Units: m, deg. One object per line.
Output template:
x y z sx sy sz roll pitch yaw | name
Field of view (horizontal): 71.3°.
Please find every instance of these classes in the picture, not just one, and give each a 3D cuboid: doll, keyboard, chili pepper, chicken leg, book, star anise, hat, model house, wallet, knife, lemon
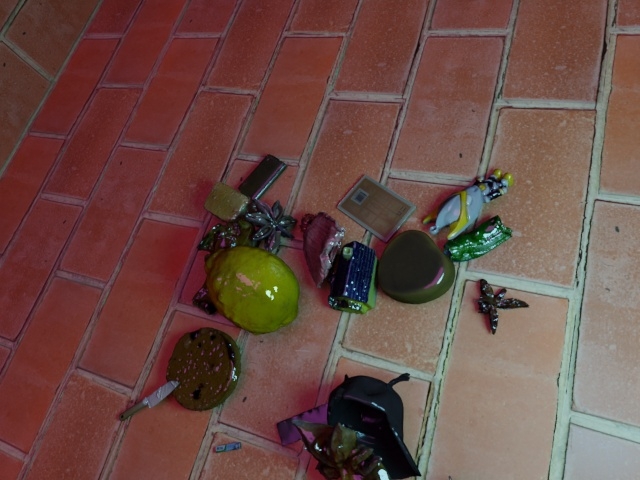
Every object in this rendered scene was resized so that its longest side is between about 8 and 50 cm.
0.484 -0.119 1.455 0.316 0.103 0.145 -35 57 -5 | doll
-0.039 0.566 1.378 0.196 0.015 0.074 -24 66 7 | keyboard
0.500 0.000 1.414 0.224 0.061 0.098 -25 93 -1 | chili pepper
-0.358 0.072 1.589 0.140 0.211 0.361 13 66 56 | chicken leg
0.197 -0.118 1.594 0.241 0.018 0.170 39 84 29 | book
-0.187 -0.067 1.615 0.212 0.073 0.197 -35 91 -41 | star anise
0.070 0.599 1.190 0.292 0.350 0.109 13 43 41 | star anise
0.171 0.498 1.270 0.336 0.209 0.238 50 131 -3 | hat
0.087 0.118 1.421 0.170 0.211 0.194 8 71 19 | model house
-0.233 -0.251 1.788 0.110 0.031 0.198 36 82 29 | wallet
0.000 0.000 1.529 0.237 0.107 0.286 -66 30 23 | hat
-0.586 0.552 1.530 0.298 0.017 0.047 -36 62 15 | knife
-0.219 0.153 1.455 0.285 0.285 0.316 -25 105 7 | lemon
0.507 0.172 1.299 0.140 0.144 0.158 -42 60 -12 | star anise

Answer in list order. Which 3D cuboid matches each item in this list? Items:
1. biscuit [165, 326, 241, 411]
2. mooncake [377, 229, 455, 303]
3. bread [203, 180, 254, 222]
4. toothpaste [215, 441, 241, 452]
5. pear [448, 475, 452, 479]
-0.392 0.434 1.514 0.296 0.075 0.296 -10 65 23 | biscuit
0.293 0.096 1.409 0.234 0.117 0.235 -14 63 29 | mooncake
-0.350 -0.134 1.737 0.196 0.102 0.138 29 76 30 | bread
-0.293 0.659 1.420 0.083 0.017 0.020 -15 64 11 | toothpaste
0.360 0.747 1.027 0.285 0.285 0.336 -47 47 -5 | pear
